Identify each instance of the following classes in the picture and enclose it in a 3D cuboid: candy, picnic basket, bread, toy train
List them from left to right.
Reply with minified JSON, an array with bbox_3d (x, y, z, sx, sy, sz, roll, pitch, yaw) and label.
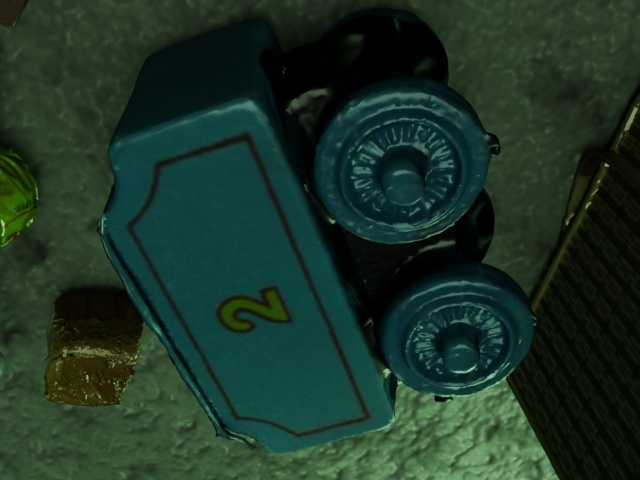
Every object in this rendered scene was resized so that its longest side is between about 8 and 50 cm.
[{"bbox_3d":[-0.241,-0.115,0.553,0.077,0.073,0.262,14,116,18],"label":"candy"},{"bbox_3d":[-0.188,0.086,0.659,0.070,0.083,0.076,10,122,-22],"label":"bread"},{"bbox_3d":[0.000,0.000,0.580,0.265,0.188,0.300,-17,123,9],"label":"toy train"},{"bbox_3d":[0.292,0.053,0.612,0.175,0.228,0.313,11,119,-15],"label":"picnic basket"}]

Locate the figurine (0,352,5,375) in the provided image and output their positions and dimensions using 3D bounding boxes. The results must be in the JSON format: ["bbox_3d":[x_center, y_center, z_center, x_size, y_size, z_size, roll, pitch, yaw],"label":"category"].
[{"bbox_3d":[-0.399,0.012,0.556,0.370,0.167,0.281,46,140,-16],"label":"figurine"}]

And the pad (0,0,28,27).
[{"bbox_3d":[-0.210,-0.270,0.499,0.158,0.003,0.235,32,111,-22],"label":"pad"}]
